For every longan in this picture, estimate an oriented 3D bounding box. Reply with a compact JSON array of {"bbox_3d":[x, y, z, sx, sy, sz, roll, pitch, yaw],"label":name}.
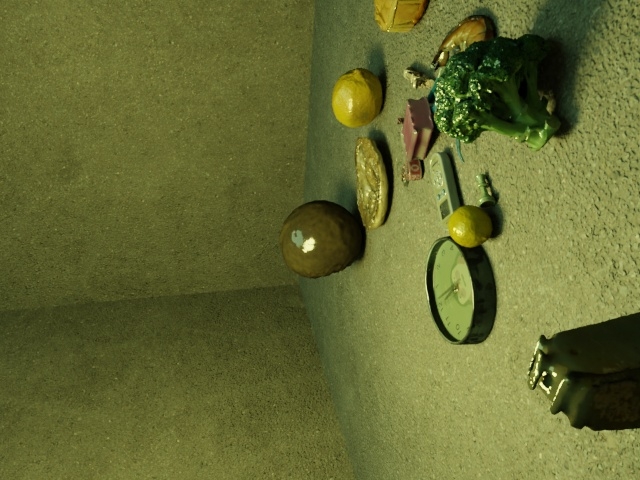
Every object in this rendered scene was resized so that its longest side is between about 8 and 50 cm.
[{"bbox_3d":[0.000,0.000,2.460,0.391,0.391,0.391,176,90,-77],"label":"longan"}]

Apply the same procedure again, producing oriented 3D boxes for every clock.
[{"bbox_3d":[0.389,0.141,1.513,0.319,0.066,0.319,175,90,-78],"label":"clock"}]

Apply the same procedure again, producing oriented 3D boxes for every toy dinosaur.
[{"bbox_3d":[0.353,-0.361,1.489,0.329,0.076,0.144,-103,4,-51],"label":"toy dinosaur"}]

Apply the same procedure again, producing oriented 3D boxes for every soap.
[{"bbox_3d":[0.300,-0.343,1.645,0.203,0.065,0.122,78,-176,-74],"label":"soap"}]

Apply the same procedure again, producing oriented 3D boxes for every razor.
[{"bbox_3d":[0.339,-0.455,1.572,0.191,0.068,0.037,102,170,-71],"label":"razor"}]

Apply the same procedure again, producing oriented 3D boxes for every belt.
[{"bbox_3d":[0.302,-0.313,1.783,0.071,0.053,0.232,103,161,-74],"label":"belt"}]

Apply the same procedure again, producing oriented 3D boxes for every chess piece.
[{"bbox_3d":[0.418,-0.131,1.356,0.042,0.042,0.093,109,160,-60],"label":"chess piece"}]

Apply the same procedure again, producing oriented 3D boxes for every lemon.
[{"bbox_3d":[0.385,-0.037,1.368,0.133,0.109,0.109,-126,33,-56],"label":"lemon"},{"bbox_3d":[0.144,-0.555,2.076,0.260,0.204,0.204,98,163,-51],"label":"lemon"}]

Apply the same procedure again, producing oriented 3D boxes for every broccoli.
[{"bbox_3d":[0.376,-0.302,1.100,0.270,0.270,0.270,44,153,14],"label":"broccoli"}]

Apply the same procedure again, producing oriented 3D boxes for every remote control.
[{"bbox_3d":[0.369,-0.145,1.552,0.087,0.047,0.244,127,138,-67],"label":"remote control"}]

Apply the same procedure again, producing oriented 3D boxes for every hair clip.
[{"bbox_3d":[0.296,-0.524,1.698,0.226,0.072,0.034,-112,25,-57],"label":"hair clip"}]

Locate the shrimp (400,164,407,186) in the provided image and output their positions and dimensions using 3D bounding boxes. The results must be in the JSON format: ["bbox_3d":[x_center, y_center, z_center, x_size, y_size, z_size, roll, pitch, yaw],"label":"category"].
[{"bbox_3d":[0.298,-0.234,1.876,0.038,0.029,0.092,-112,18,-53],"label":"shrimp"}]

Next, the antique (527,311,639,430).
[{"bbox_3d":[0.445,0.192,0.772,0.125,0.284,0.150,-118,28,-61],"label":"antique"}]

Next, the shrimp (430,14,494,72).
[{"bbox_3d":[0.353,-0.437,1.385,0.222,0.054,0.290,32,113,61],"label":"shrimp"}]

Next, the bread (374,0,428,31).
[{"bbox_3d":[0.258,-0.770,1.646,0.250,0.133,0.179,104,157,-57],"label":"bread"}]

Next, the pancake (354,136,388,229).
[{"bbox_3d":[0.204,-0.237,2.173,0.387,0.082,0.387,172,90,-79],"label":"pancake"}]
